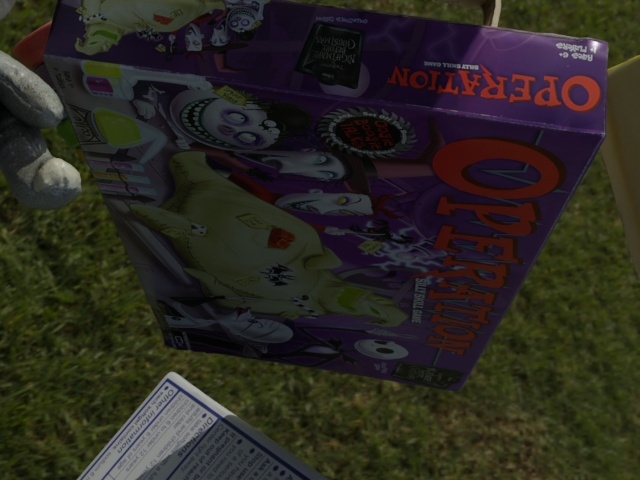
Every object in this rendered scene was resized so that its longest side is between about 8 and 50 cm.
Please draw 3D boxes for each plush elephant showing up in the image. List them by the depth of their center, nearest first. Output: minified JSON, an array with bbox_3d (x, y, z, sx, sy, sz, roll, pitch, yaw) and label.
[{"bbox_3d":[-0.423,-0.179,1.000,0.272,0.255,0.330,-13,65,-6],"label":"plush elephant"}]

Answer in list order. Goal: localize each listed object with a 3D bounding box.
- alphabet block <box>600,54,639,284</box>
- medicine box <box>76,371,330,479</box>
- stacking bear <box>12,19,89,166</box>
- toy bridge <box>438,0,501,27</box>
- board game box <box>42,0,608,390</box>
[{"bbox_3d":[0.277,-0.008,0.490,0.192,0.193,0.197,16,59,-54],"label":"alphabet block"},{"bbox_3d":[-0.081,0.271,0.648,0.263,0.289,0.149,-49,126,-16],"label":"medicine box"},{"bbox_3d":[-0.237,-0.144,1.192,0.289,0.175,0.164,61,23,-13],"label":"stacking bear"},{"bbox_3d":[0.111,-0.202,0.766,0.063,0.026,0.188,4,55,-29],"label":"toy bridge"},{"bbox_3d":[0.000,0.000,0.504,0.208,0.347,0.056,4,66,2],"label":"board game box"}]
